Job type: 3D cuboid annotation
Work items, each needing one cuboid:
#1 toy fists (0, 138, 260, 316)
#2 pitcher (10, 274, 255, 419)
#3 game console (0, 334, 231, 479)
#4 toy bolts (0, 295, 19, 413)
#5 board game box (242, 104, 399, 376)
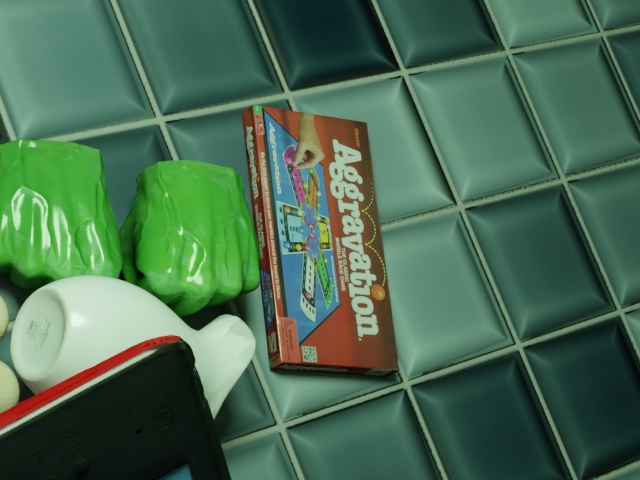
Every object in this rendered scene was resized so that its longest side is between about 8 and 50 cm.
[{"bbox_3d":[-0.187,-0.001,1.670,0.279,0.096,0.142,8,57,-29],"label":"toy fists"},{"bbox_3d":[-0.176,0.128,1.583,0.207,0.125,0.177,19,88,-43],"label":"pitcher"},{"bbox_3d":[-0.203,0.297,1.371,0.342,0.060,0.386,-26,123,-19],"label":"game console"},{"bbox_3d":[-0.311,0.049,1.451,0.159,0.218,0.228,19,33,-21],"label":"toy bolts"},{"bbox_3d":[0.000,0.000,1.836,0.145,0.027,0.281,7,66,-33],"label":"board game box"}]
